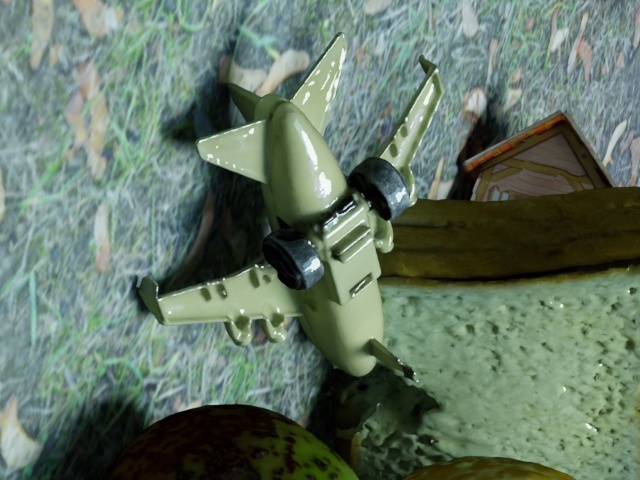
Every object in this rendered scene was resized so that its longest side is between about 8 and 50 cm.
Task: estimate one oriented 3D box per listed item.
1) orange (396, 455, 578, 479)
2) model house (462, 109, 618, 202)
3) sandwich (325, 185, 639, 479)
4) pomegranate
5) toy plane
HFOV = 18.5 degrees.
[{"bbox_3d":[0.108,0.306,1.317,0.329,0.249,0.329,-158,-90,-80],"label":"orange"},{"bbox_3d":[0.217,0.006,1.589,0.154,0.207,0.294,-70,157,-15],"label":"model house"},{"bbox_3d":[0.126,0.090,1.401,0.095,0.249,0.273,-89,175,-47],"label":"sandwich"},{"bbox_3d":[-0.075,0.213,1.139,0.248,0.214,0.214,-25,141,-9],"label":"pomegranate"},{"bbox_3d":[0.000,0.000,1.213,0.242,0.104,0.256,-41,130,-22],"label":"toy plane"}]
